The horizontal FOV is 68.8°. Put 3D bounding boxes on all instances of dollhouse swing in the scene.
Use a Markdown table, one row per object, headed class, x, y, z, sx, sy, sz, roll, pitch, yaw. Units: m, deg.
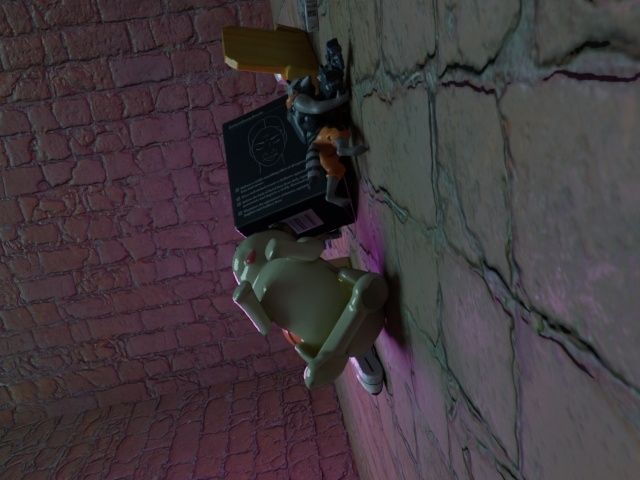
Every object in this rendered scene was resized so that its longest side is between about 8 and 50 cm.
| class | x | y | z | sx | sy | sz | roll | pitch | yaw |
| --- | --- | --- | --- | --- | --- | --- | --- | --- | --- |
| dollhouse swing | -0.167 | -0.573 | 1.659 | 0.315 | 0.304 | 0.347 | 85 | 172 | -47 |

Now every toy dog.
| class | x | y | z | sx | sy | sz | roll | pitch | yaw |
| --- | --- | --- | --- | --- | --- | --- | --- | --- | --- |
| toy dog | -0.043 | 0.107 | 1.165 | 0.395 | 0.408 | 0.285 | 6 | -67 | -61 |

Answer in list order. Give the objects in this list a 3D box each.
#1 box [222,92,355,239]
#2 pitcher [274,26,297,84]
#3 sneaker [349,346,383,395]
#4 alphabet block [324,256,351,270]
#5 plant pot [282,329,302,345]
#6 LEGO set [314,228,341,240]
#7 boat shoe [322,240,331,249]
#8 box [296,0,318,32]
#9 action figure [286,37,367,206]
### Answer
| class | x | y | z | sx | sy | sz | roll | pitch | yaw |
| --- | --- | --- | --- | --- | --- | --- | --- | --- | --- |
| box | -0.102 | -0.206 | 1.404 | 0.212 | 0.293 | 0.396 | 45 | -151 | -57 |
| pitcher | -0.134 | -0.792 | 2.010 | 0.177 | 0.125 | 0.207 | -172 | 83 | -69 |
| sneaker | 0.126 | 0.371 | 1.445 | 0.258 | 0.094 | 0.091 | -111 | 16 | -63 |
| alphabet block | 0.025 | 0.194 | 1.667 | 0.192 | 0.197 | 0.193 | 86 | 173 | -58 |
| plant pot | 0.003 | 0.329 | 1.910 | 0.203 | 0.290 | 0.291 | -177 | 76 | -69 |
| LEGO set | -0.044 | -0.136 | 1.788 | 0.255 | 0.192 | 0.331 | -109 | 10 | -61 |
| boat shoe | 0.000 | 0.000 | 2.288 | 0.228 | 0.076 | 0.080 | -113 | 14 | -70 |
| box | -0.045 | -0.734 | 1.444 | 0.207 | 0.036 | 0.114 | -105 | 7 | -47 |
| action figure | -0.004 | -0.292 | 1.122 | 0.341 | 0.178 | 0.330 | 81 | 167 | -60 |
